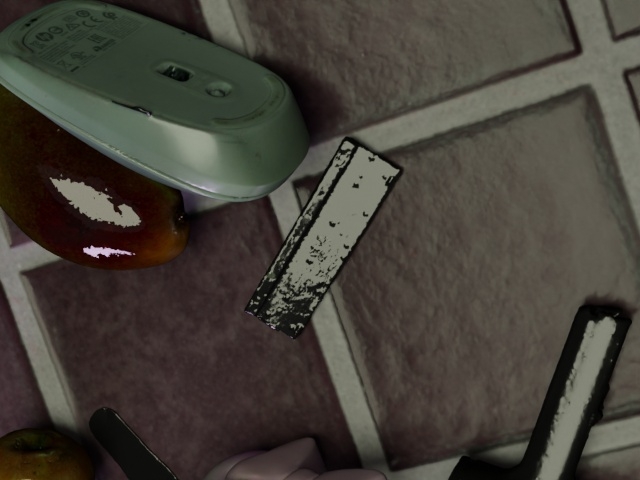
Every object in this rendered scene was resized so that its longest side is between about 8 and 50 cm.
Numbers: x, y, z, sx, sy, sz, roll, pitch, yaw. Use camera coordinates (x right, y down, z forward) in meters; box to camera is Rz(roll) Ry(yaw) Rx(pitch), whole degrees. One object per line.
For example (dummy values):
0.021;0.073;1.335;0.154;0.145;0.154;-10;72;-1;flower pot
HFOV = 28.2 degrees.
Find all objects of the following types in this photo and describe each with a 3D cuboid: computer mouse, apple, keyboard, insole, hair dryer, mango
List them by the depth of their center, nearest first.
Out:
0.212;0.176;1.082;0.197;0.089;0.251;17;100;16;hair dryer
-0.148;-0.115;1.110;0.288;0.159;0.097;22;130;15;computer mouse
0.000;0.000;1.153;0.060;0.018;0.195;33;111;3;keyboard
-0.238;-0.061;1.177;0.267;0.111;0.133;38;123;14;mango
-0.280;0.240;1.262;0.114;0.099;0.102;0;112;-6;apple
-0.178;0.231;1.273;0.053;0.002;0.152;-43;85;22;insole

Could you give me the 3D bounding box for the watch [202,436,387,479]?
-0.061;0.322;1.128;0.211;0.248;0.217;19;123;52;watch
